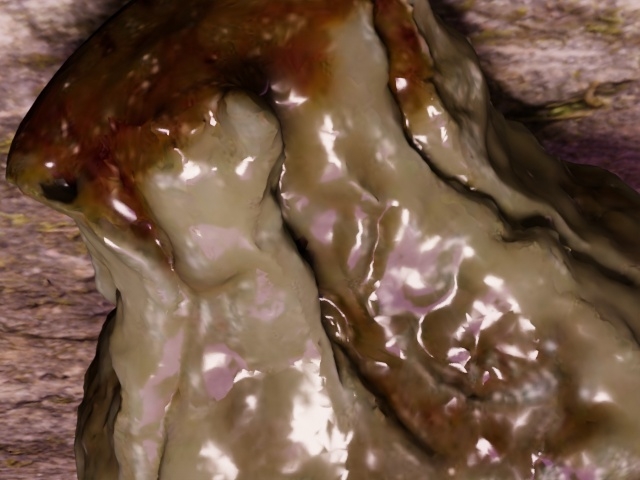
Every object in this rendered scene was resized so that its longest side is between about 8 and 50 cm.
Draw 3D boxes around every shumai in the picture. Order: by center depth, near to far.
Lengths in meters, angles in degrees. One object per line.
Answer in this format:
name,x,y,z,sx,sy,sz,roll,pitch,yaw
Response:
shumai,0.000,0.000,0.834,0.397,0.324,0.323,-16,127,12
